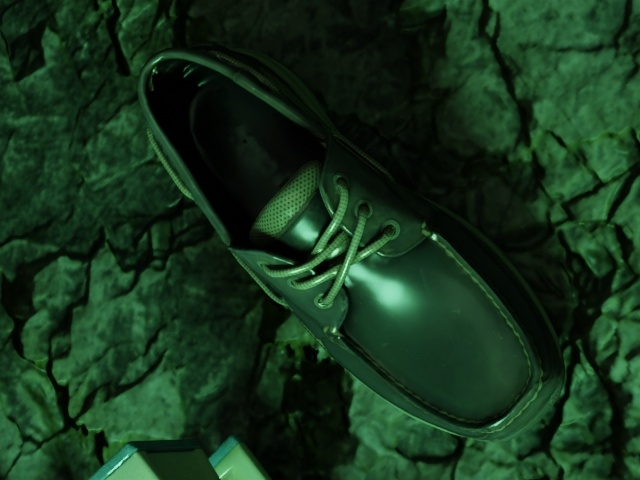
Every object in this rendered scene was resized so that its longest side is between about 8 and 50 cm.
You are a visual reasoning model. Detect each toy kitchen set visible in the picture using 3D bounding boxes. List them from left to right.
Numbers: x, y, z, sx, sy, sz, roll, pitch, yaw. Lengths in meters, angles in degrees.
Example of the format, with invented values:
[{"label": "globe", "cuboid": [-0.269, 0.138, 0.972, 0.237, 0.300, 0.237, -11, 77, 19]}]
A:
[{"label": "toy kitchen set", "cuboid": [-0.145, 0.200, 1.003, 0.207, 0.166, 0.122, -46, 67, 15]}]

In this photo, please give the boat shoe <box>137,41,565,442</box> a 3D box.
[{"label": "boat shoe", "cuboid": [0.000, 0.000, 0.971, 0.355, 0.130, 0.132, 41, 103, 24]}]
